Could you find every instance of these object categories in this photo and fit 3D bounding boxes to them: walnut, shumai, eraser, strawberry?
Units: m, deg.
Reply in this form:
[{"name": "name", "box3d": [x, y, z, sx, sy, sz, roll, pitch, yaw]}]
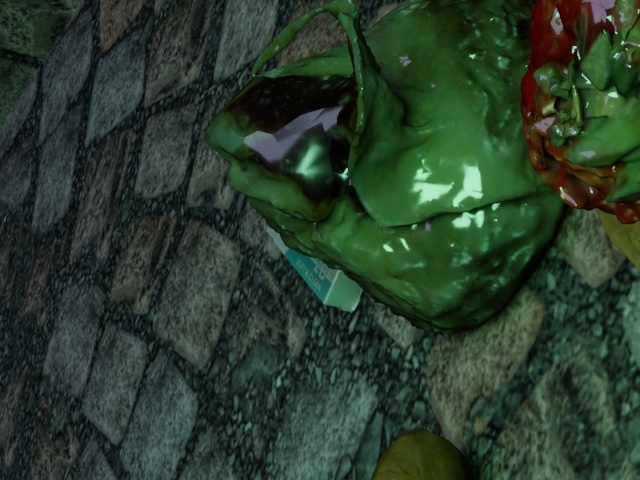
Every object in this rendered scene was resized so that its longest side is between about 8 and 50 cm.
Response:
[{"name": "walnut", "box3d": [0.112, 0.311, 1.440, 0.137, 0.137, 0.245, -36, 56, 48]}, {"name": "shumai", "box3d": [0.056, -0.103, 1.518, 0.395, 0.348, 0.395, -27, 59, 59]}, {"name": "eraser", "box3d": [0.000, 0.000, 1.855, 0.096, 0.052, 0.225, -67, 30, 16]}, {"name": "strawberry", "box3d": [0.307, -0.185, 1.119, 0.312, 0.267, 0.351, -16, 39, 55]}]

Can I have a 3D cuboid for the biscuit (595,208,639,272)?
[{"name": "biscuit", "box3d": [0.368, -0.153, 1.286, 0.365, 0.062, 0.385, -49, 38, 36]}]
